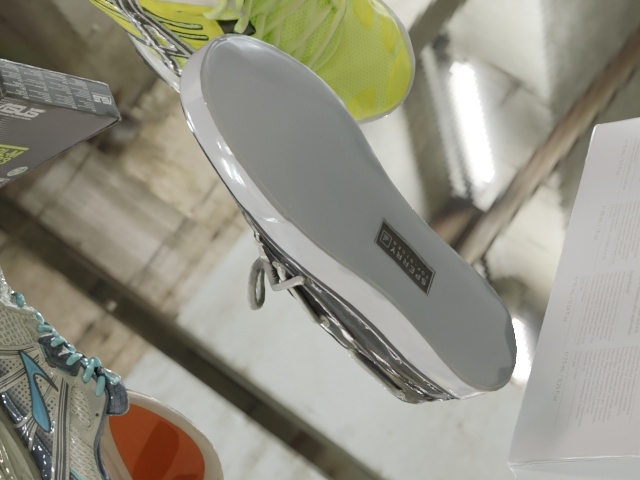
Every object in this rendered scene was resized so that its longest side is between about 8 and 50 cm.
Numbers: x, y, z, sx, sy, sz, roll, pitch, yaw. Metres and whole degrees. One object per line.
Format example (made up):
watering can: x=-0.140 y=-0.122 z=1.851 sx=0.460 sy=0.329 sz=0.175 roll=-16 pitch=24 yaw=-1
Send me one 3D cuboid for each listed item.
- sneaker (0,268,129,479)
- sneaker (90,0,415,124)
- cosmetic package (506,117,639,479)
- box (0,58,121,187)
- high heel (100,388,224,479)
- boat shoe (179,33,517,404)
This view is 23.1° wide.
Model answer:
sneaker: x=-0.215 y=0.111 z=1.220 sx=0.122 sy=0.283 sz=0.110 roll=-18 pitch=2 yaw=-2
sneaker: x=-0.073 y=-0.165 z=1.038 sx=0.385 sy=0.147 sz=0.145 roll=25 pitch=-84 yaw=-38
cosmetic package: x=0.329 y=0.043 z=1.229 sx=0.097 sy=0.284 sz=0.377 roll=53 pitch=-138 yaw=-34
box: x=-0.302 y=-0.093 z=1.388 sx=0.184 sy=0.045 sz=0.191 roll=-24 pitch=-12 yaw=20
high heel: x=-0.155 y=0.307 z=1.609 sx=0.181 sy=0.377 sz=0.127 roll=-20 pitch=19 yaw=50
boat shoe: x=0.002 y=-0.003 z=1.025 sx=0.306 sy=0.105 sz=0.113 roll=43 pitch=-132 yaw=-27
